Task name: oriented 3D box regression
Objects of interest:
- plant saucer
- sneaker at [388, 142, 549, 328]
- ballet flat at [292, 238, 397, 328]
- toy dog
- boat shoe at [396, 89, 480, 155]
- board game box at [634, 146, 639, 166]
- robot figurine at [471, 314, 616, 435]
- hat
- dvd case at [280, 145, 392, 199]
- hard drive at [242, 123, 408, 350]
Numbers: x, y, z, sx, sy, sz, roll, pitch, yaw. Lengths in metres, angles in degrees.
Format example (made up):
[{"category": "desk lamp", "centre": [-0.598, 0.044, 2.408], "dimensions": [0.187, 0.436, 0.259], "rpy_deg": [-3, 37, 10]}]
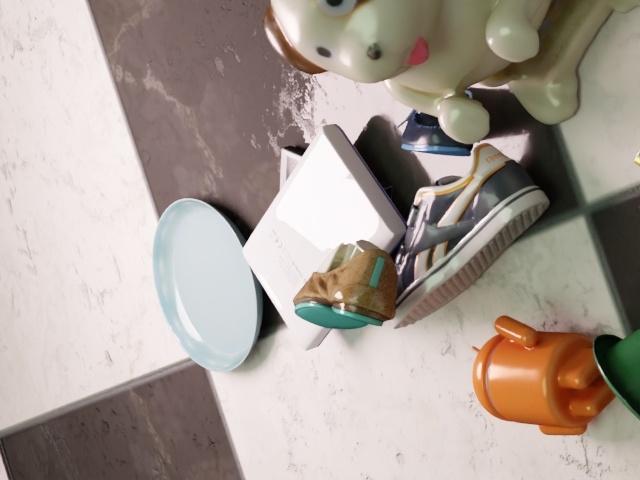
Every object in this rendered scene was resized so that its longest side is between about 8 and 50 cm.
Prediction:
[{"category": "plant saucer", "centre": [-0.196, 0.077, 2.487], "dimensions": [0.317, 0.043, 0.318], "rpy_deg": [20, 116, 47]}, {"category": "sneaker", "centre": [0.179, -0.007, 1.931], "dimensions": [0.321, 0.126, 0.127], "rpy_deg": [-48, 68, 37]}, {"category": "ballet flat", "centre": [0.042, 0.060, 1.997], "dimensions": [0.342, 0.116, 0.124], "rpy_deg": [152, 136, -79]}, {"category": "toy dog", "centre": [0.134, -0.308, 1.653], "dimensions": [0.395, 0.408, 0.284], "rpy_deg": [60, 139, 18]}, {"category": "boat shoe", "centre": [0.148, -0.163, 1.852], "dimensions": [0.258, 0.109, 0.089], "rpy_deg": [-124, 41, -78]}, {"category": "board game box", "centre": [0.459, -0.070, 1.545], "dimensions": [0.170, 0.141, 0.048], "rpy_deg": [45, 134, 33]}, {"category": "robot figurine", "centre": [0.291, 0.181, 1.849], "dimensions": [0.219, 0.158, 0.128], "rpy_deg": [-3, 67, 51]}, {"category": "hat", "centre": [0.441, 0.116, 1.646], "dimensions": [0.208, 0.173, 0.183], "rpy_deg": [42, 115, 1]}, {"category": "dvd case", "centre": [0.018, -0.034, 2.195], "dimensions": [0.238, 0.029, 0.179], "rpy_deg": [25, 120, 44]}, {"category": "hard drive", "centre": [0.000, 0.000, 2.171], "dimensions": [0.210, 0.040, 0.319], "rpy_deg": [57, 138, 21]}]
